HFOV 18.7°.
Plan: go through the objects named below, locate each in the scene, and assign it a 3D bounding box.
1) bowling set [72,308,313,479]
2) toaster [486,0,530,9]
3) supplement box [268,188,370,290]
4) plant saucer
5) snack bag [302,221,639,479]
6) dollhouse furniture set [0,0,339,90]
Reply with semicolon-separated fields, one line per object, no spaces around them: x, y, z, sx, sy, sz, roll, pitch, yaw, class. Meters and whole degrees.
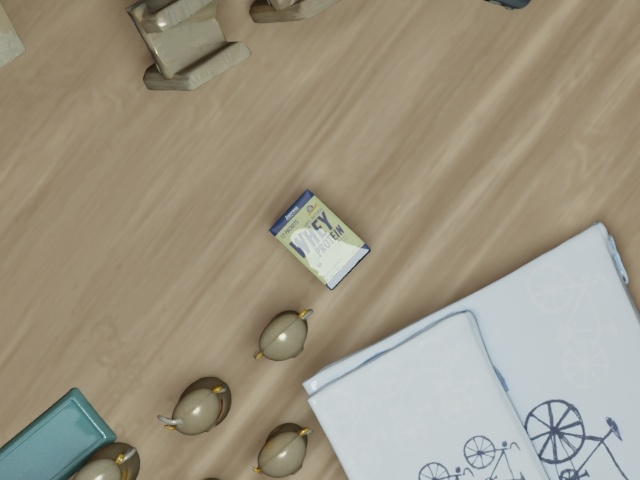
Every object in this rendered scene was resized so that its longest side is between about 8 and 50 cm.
-0.073;0.210;1.831;0.287;0.154;0.200;-41;89;1;bowling set
0.125;-0.322;1.843;0.227;0.129;0.146;19;86;3;toaster
0.000;0.000;1.865;0.083;0.083;0.056;44;90;2;supplement box
-0.294;0.230;1.905;0.192;0.018;0.067;-40;89;2;plant saucer
0.197;0.198;1.833;0.342;0.037;0.323;-28;98;-12;snack bag
-0.237;-0.301;1.790;0.394;0.256;0.362;-34;108;-20;dollhouse furniture set
